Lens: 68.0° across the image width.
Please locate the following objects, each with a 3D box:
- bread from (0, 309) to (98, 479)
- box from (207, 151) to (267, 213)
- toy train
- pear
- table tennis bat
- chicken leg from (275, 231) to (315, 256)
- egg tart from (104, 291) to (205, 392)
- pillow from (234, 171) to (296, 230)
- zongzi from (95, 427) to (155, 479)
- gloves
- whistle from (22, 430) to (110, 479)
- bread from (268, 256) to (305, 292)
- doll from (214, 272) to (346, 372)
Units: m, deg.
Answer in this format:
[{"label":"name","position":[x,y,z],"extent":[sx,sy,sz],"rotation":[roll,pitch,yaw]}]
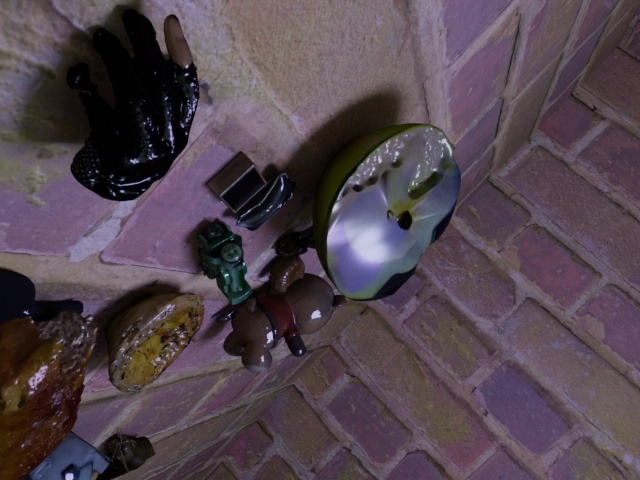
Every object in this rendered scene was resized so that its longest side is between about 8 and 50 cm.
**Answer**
[{"label":"bread","position":[-0.400,0.215,0.665],"extent":[0.380,0.109,0.185],"rotation":[-53,177,41]},{"label":"box","position":[-0.135,-0.093,0.785],"extent":[0.079,0.035,0.083],"rotation":[-44,161,-5]},{"label":"toy train","position":[-0.176,0.041,0.880],"extent":[0.071,0.104,0.178],"rotation":[-33,158,-23]},{"label":"pear","position":[0.114,-0.082,1.037],"extent":[0.399,0.165,0.399],"rotation":[-22,127,-32]},{"label":"table tennis bat","position":[-0.410,0.095,0.606],"extent":[0.150,0.027,0.236],"rotation":[-47,161,11]},{"label":"chicken leg","position":[0.000,0.000,1.221],"extent":[0.304,0.093,0.113],"rotation":[-18,159,-47]},{"label":"egg tart","position":[-0.317,0.176,0.886],"extent":[0.232,0.098,0.252],"rotation":[-54,165,5]},{"label":"pillow","position":[-0.100,-0.072,0.885],"extent":[0.135,0.055,0.091],"rotation":[-44,-166,5]},{"label":"zongzi","position":[-0.571,0.601,1.288],"extent":[0.184,0.084,0.187],"rotation":[-31,152,-11]},{"label":"gloves","position":[-0.177,-0.137,0.485],"extent":[0.181,0.106,0.129],"rotation":[-51,160,28]},{"label":"whistle","position":[-0.534,0.472,0.958],"extent":[0.163,0.163,0.290],"rotation":[-35,163,-29]},{"label":"bread","position":[-0.087,0.075,1.206],"extent":[0.113,0.060,0.082],"rotation":[-29,130,-53]},{"label":"doll","position":[-0.105,0.190,1.248],"extent":[0.330,0.235,0.174],"rotation":[-27,119,-39]}]
